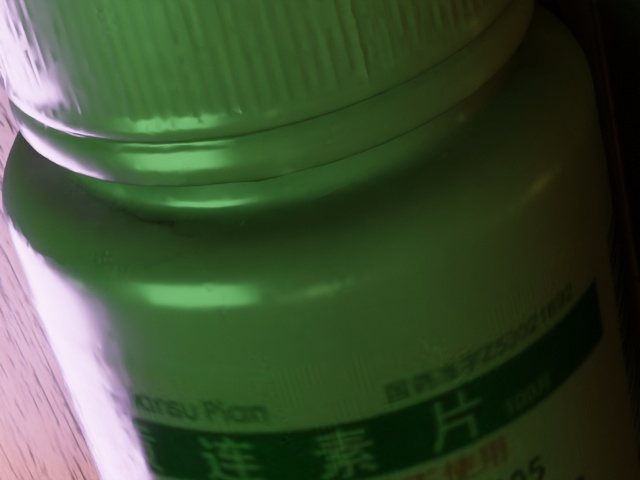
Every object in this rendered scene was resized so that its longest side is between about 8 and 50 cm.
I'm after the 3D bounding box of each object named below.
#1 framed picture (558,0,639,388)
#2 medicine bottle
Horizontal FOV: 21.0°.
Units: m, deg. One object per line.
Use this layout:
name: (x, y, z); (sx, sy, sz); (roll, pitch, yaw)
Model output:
framed picture: (0.186, 0.018, 0.606); (0.197, 0.014, 0.252); (14, 132, 38)
medicine bottle: (0.000, 0.000, 0.615); (0.208, 0.208, 0.340); (15, 133, 37)
